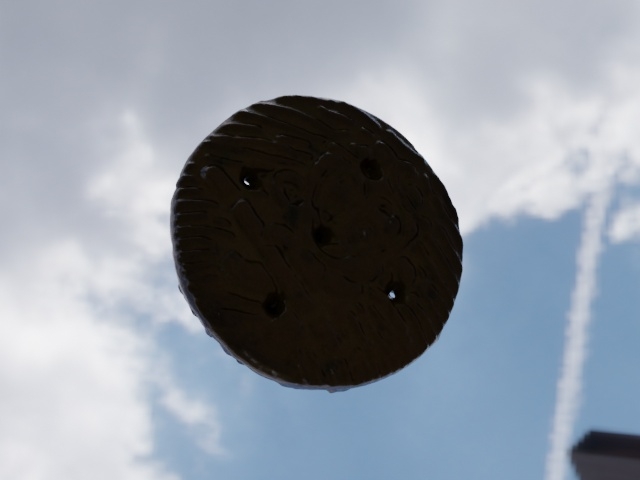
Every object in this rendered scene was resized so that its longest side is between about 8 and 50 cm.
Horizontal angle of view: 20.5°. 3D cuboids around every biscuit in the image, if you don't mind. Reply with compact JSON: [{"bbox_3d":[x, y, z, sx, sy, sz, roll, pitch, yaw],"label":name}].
[{"bbox_3d":[0.001,0.000,1.065,0.187,0.027,0.188,7,-111,-19],"label":"biscuit"}]
